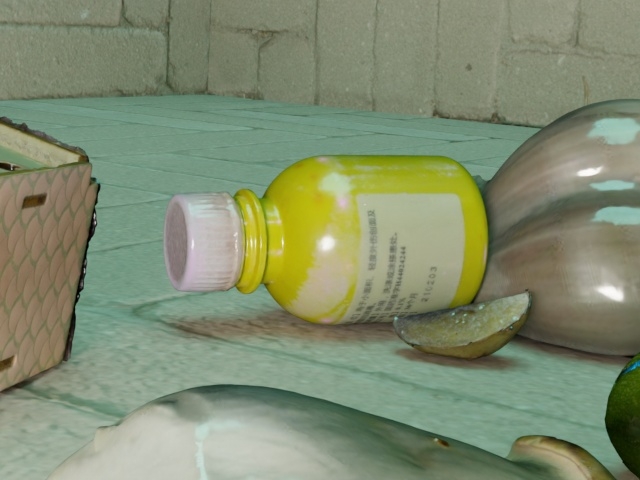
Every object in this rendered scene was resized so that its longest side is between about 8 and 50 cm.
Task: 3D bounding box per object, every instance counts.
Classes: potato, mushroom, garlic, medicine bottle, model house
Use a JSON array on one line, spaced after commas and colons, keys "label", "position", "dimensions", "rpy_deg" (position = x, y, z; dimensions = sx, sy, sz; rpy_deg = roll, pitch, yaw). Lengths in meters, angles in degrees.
[{"label": "potato", "position": [0.096, 0.065, 0.843], "dimensions": [0.093, 0.036, 0.037], "rpy_deg": [-12, 43, 15]}, {"label": "mushroom", "position": [0.007, 0.104, 0.443], "dimensions": [0.225, 0.093, 0.116], "rpy_deg": [7, 20, -41]}, {"label": "garlic", "position": [0.222, 0.012, 0.966], "dimensions": [0.292, 0.210, 0.237], "rpy_deg": [0, -25, 5]}, {"label": "medicine bottle", "position": [0.000, 0.000, 0.908], "dimensions": [0.212, 0.122, 0.122], "rpy_deg": [-1, 11, -22]}, {"label": "model house", "position": [-0.258, 0.003, 0.745], "dimensions": [0.244, 0.169, 0.326], "rpy_deg": [8, 10, -19]}]

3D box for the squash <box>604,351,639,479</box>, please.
[{"label": "squash", "position": [0.212, 0.104, 0.500], "dimensions": [0.087, 0.087, 0.331], "rpy_deg": [0, 12, -19]}]
